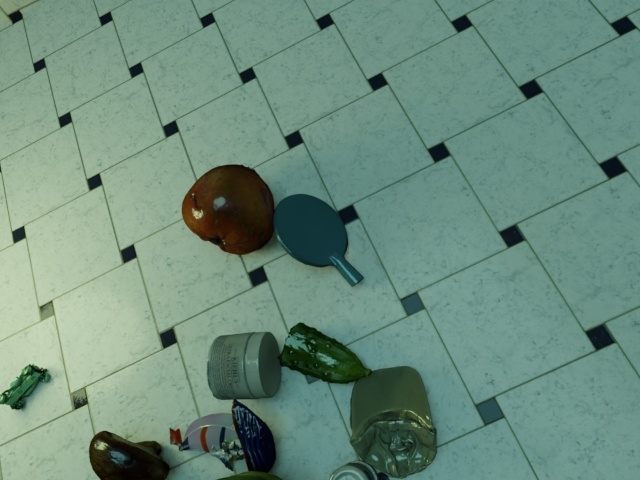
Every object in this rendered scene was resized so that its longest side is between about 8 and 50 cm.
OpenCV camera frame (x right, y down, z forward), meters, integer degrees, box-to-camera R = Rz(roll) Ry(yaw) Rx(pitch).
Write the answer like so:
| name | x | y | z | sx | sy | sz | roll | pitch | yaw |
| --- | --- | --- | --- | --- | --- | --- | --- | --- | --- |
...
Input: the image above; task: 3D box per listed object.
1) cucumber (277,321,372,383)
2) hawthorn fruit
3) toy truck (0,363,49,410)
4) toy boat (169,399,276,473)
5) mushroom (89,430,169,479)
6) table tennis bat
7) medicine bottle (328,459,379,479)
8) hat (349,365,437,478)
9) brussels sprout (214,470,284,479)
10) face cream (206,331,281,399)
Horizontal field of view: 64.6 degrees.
| name | x | y | z | sx | sy | sz | roll | pitch | yaw |
| --- | --- | --- | --- | --- | --- | --- | --- | --- | --- |
| cucumber | 0.020 | 0.316 | 1.359 | 0.244 | 0.134 | 0.134 | 18 | 77 | 15 |
| hawthorn fruit | -0.258 | -0.116 | 1.513 | 0.276 | 0.276 | 0.307 | 2 | 56 | 15 |
| toy truck | -0.936 | 0.450 | 1.582 | 0.154 | 0.080 | 0.078 | -49 | 46 | -5 |
| toy boat | -0.260 | 0.515 | 1.356 | 0.318 | 0.072 | 0.219 | 16 | 107 | 19 |
| mushroom | -0.527 | 0.603 | 1.359 | 0.231 | 0.194 | 0.138 | 11 | 74 | 29 |
| table tennis bat | 0.000 | 0.000 | 1.465 | 0.215 | 0.044 | 0.329 | -37 | 81 | -34 |
| medicine bottle | 0.082 | 0.589 | 1.218 | 0.105 | 0.168 | 0.105 | -4 | 71 | 12 |
| hat | 0.193 | 0.459 | 1.293 | 0.214 | 0.149 | 0.244 | -11 | 33 | 16 |
| brussels sprout | -0.160 | 0.702 | 1.167 | 0.371 | 0.276 | 0.314 | 15 | 59 | -8 |
| face cream | -0.205 | 0.340 | 1.372 | 0.153 | 0.177 | 0.177 | -8 | 70 | 13 |
